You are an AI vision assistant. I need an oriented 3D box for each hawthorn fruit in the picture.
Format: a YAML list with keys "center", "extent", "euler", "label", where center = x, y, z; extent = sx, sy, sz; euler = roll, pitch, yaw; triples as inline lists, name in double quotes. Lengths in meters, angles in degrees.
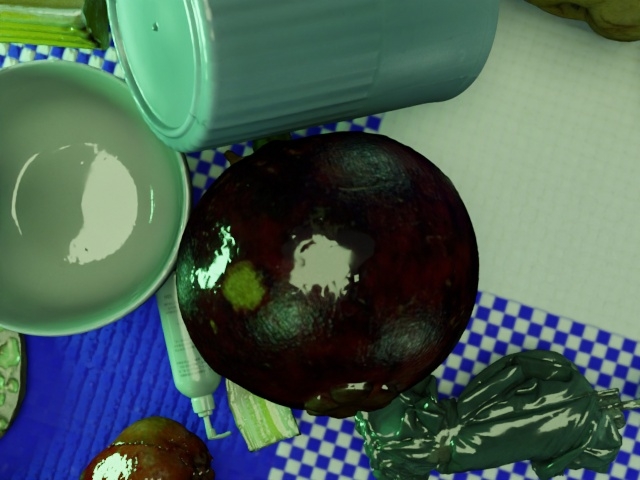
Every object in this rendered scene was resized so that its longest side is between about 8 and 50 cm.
- center: [-0.196, 0.271, 1.093]
  extent: [0.172, 0.148, 0.148]
  euler: [-18, 89, 12]
  label: "hawthorn fruit"

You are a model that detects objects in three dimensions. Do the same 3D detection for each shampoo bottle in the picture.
- center: [-0.144, 0.129, 1.134]
  extent: [0.056, 0.056, 0.195]
  euler: [-11, 88, 0]
  label: "shampoo bottle"

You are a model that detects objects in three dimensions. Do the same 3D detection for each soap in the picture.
- center: [-0.356, -0.260, 1.101]
  extent: [0.232, 0.140, 0.073]
  euler: [5, 85, 0]
  label: "soap"

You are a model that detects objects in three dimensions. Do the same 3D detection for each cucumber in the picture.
- center: [-0.068, 0.180, 1.144]
  extent: [0.067, 0.035, 0.107]
  euler: [-23, 83, 10]
  label: "cucumber"

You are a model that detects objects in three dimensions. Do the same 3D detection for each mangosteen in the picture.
- center: [0.000, 0.000, 1.026]
  extent: [0.306, 0.306, 0.360]
  euler: [-12, 69, 0]
  label: "mangosteen"

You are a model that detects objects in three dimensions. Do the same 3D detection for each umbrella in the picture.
- center: [0.213, 0.198, 1.113]
  extent: [0.348, 0.094, 0.143]
  euler: [-11, 108, 5]
  label: "umbrella"

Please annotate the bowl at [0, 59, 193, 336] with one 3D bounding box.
- center: [-0.275, -0.043, 1.094]
  extent: [0.286, 0.144, 0.287]
  euler: [0, 89, 0]
  label: "bowl"

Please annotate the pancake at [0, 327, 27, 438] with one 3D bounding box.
- center: [-0.478, 0.139, 1.149]
  extent: [0.288, 0.033, 0.286]
  euler: [-25, 90, 0]
  label: "pancake"

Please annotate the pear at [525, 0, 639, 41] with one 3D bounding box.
- center: [0.324, -0.363, 1.028]
  extent: [0.314, 0.314, 0.314]
  euler: [0, 89, 0]
  label: "pear"

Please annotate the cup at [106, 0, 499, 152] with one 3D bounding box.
- center: [-0.035, -0.266, 0.981]
  extent: [0.311, 0.256, 0.331]
  euler: [-18, 97, -28]
  label: "cup"
